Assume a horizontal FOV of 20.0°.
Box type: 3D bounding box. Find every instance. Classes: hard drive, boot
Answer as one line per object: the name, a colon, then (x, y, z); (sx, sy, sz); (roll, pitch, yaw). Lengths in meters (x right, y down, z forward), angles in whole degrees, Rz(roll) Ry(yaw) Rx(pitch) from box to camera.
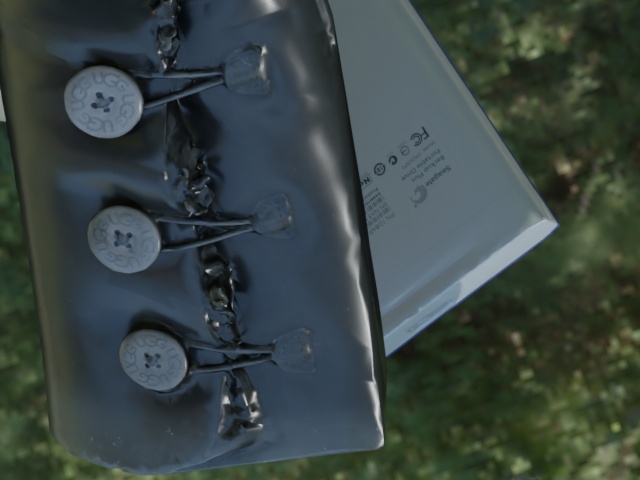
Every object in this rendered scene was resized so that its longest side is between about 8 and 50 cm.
hard drive: (-0.005, -0.076, 1.254); (0.210, 0.318, 0.040); (-38, 157, 18)
boot: (-0.157, -0.078, 0.985); (0.367, 0.445, 0.146); (4, -142, 19)

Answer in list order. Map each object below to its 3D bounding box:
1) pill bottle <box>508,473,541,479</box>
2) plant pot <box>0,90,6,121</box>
pill bottle: (0.218, 0.284, 1.078); (0.176, 0.319, 0.176); (-63, 175, -9)
plant pot: (-0.303, -0.176, 1.761); (0.109, 0.109, 0.096); (-29, 176, 34)
